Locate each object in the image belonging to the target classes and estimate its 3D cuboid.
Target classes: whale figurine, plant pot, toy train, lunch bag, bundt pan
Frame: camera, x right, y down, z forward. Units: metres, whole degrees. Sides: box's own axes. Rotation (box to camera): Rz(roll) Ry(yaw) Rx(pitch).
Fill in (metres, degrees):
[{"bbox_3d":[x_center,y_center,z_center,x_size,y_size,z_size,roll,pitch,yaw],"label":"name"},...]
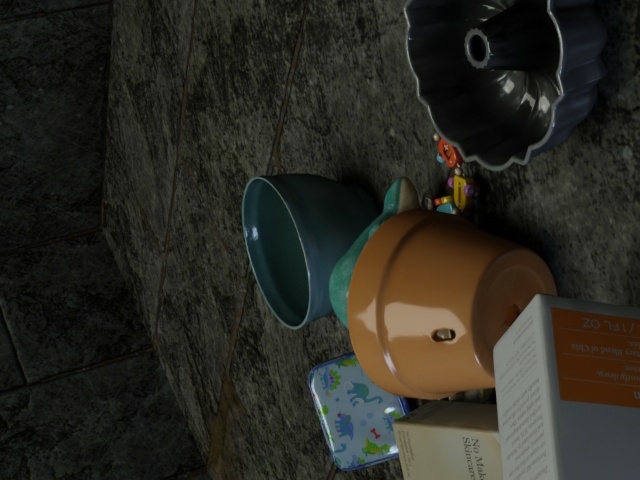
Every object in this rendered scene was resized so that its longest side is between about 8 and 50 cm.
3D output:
[{"bbox_3d":[0.095,0.030,1.950,0.216,0.141,0.272,66,-149,-58],"label":"whale figurine"},{"bbox_3d":[0.000,0.000,2.273,0.293,0.196,0.293,48,146,48],"label":"plant pot"},{"bbox_3d":[0.212,0.100,1.782,0.203,0.291,0.291,4,108,49],"label":"plant pot"},{"bbox_3d":[0.214,-0.091,1.922,0.166,0.046,0.125,103,147,-44],"label":"toy train"},{"bbox_3d":[0.084,0.322,2.321,0.090,0.176,0.219,13,-122,-85],"label":"lunch bag"},{"bbox_3d":[0.253,-0.264,1.594,0.331,0.124,0.331,35,134,48],"label":"bundt pan"}]

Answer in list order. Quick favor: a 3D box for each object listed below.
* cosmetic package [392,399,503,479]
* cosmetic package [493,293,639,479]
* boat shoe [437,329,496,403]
[{"bbox_3d":[0.269,0.344,1.864,0.309,0.113,0.160,-5,101,49],"label":"cosmetic package"},{"bbox_3d":[0.347,0.305,1.414,0.161,0.230,0.453,115,158,-56],"label":"cosmetic package"},{"bbox_3d":[0.199,0.139,2.027,0.109,0.098,0.302,-31,75,66],"label":"boat shoe"}]
